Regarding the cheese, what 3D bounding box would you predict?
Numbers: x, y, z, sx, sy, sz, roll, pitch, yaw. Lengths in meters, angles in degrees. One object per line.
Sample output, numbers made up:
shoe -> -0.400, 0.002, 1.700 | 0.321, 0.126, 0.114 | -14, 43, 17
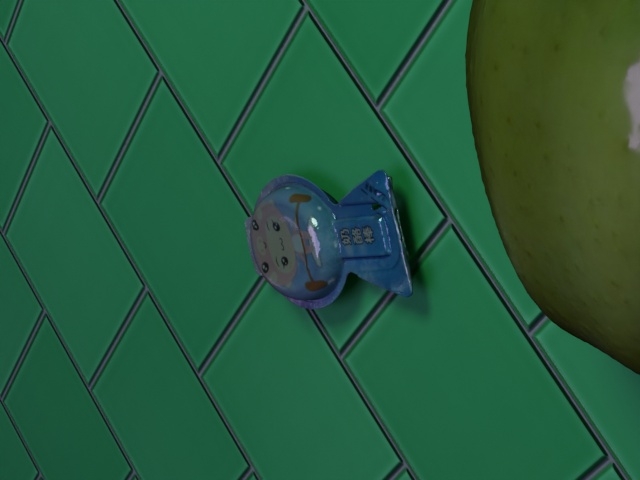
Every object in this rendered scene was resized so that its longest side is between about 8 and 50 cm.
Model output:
cheese -> 0.000, 0.000, 1.504 | 0.244, 0.052, 0.135 | -5, 101, 54

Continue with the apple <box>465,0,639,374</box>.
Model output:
apple -> 0.246, -0.071, 1.047 | 0.311, 0.320, 0.360 | 2, 116, 18
